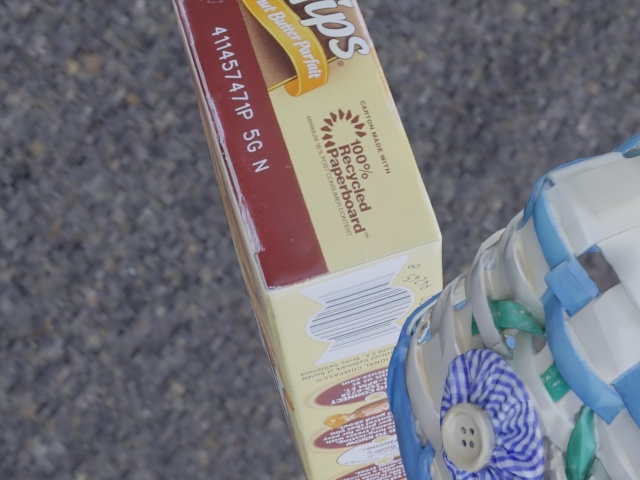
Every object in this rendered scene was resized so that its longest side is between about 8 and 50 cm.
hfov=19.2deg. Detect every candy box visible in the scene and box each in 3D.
[{"bbox_3d":[0.000,0.000,0.983,0.087,0.183,0.316,-16,155,-4],"label":"candy box"}]

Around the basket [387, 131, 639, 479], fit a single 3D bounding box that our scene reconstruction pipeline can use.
[{"bbox_3d":[0.135,0.092,0.675,0.201,0.255,0.289,-21,153,-14],"label":"basket"}]
